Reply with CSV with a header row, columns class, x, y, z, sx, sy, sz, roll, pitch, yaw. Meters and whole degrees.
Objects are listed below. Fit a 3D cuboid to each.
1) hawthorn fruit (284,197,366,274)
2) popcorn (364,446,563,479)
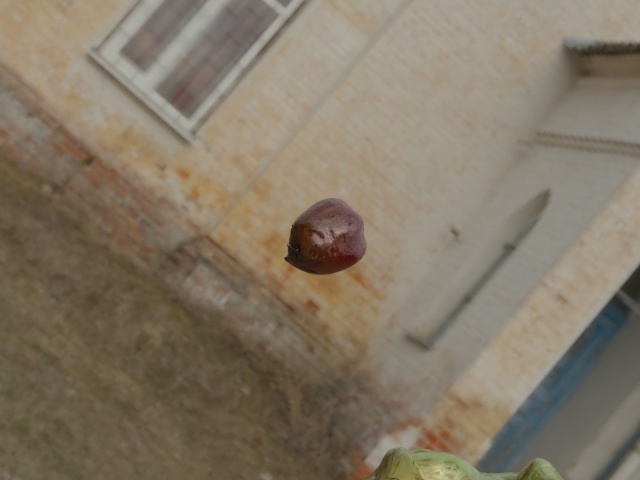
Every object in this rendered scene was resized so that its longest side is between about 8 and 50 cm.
class,x,y,z,sx,sy,sz,roll,pitch,yaw
hawthorn fruit,0.000,0.000,1.273,0.081,0.093,0.081,45,-33,40
popcorn,0.094,0.319,0.882,0.292,0.294,0.334,8,37,-30
